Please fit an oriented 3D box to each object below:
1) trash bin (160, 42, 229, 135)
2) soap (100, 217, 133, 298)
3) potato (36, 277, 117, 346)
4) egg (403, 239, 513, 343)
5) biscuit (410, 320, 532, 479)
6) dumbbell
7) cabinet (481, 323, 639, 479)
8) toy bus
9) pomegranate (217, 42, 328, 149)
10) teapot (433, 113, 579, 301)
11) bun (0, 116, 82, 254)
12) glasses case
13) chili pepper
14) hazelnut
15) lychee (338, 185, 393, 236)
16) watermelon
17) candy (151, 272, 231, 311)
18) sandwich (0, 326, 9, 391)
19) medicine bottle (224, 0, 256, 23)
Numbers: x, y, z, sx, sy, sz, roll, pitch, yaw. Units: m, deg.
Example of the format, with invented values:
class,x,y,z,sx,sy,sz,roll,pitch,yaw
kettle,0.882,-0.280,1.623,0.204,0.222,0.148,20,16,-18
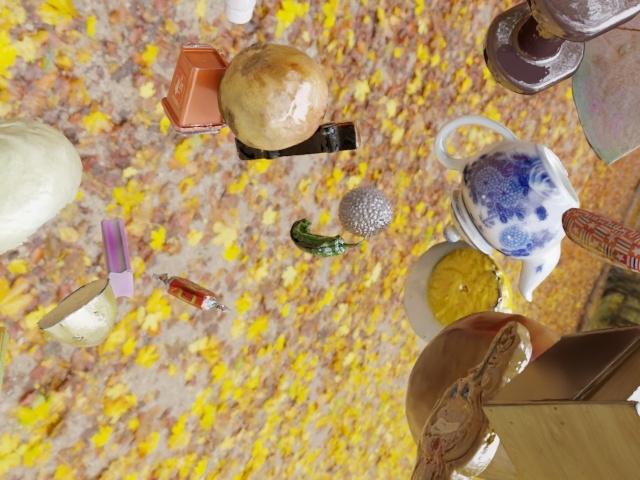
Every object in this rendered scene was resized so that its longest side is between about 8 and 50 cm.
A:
class,x,y,z,sx,sy,sz,roll,pitch,yaw
trash bin,-0.351,-0.444,1.812,0.184,0.161,0.239,-10,143,-35
soap,-0.564,0.048,1.694,0.065,0.203,0.122,-6,141,-21
potato,-0.533,0.181,1.400,0.182,0.202,0.117,-39,110,-18
egg,0.417,0.179,1.774,0.201,0.337,0.337,32,85,-43
biscuit,0.211,0.261,0.891,0.320,0.047,0.183,-58,-170,7
dumbbell,0.295,-0.279,0.763,0.140,0.124,0.225,-26,175,-1
cabinet,0.334,0.197,0.670,0.174,0.148,0.215,-29,179,-29
toy bus,-0.069,-0.307,1.872,0.092,0.408,0.093,-43,128,-59
pomegranate,-0.134,-0.395,1.693,0.322,0.322,0.322,-40,144,-37
teapot,0.380,-0.072,1.295,0.280,0.424,0.252,-31,178,28
bun,-0.734,-0.145,1.370,0.364,0.364,0.202,-50,137,-23
glasses case,0.490,0.002,1.051,0.049,0.194,0.073,-30,119,-11
chili pepper,0.000,0.000,1.662,0.122,0.278,0.065,-39,126,-22
hazelnut,0.349,0.294,1.182,0.366,0.365,0.366,-40,144,-37
lychee,0.133,-0.090,1.861,0.165,0.197,0.165,-10,119,-18
watermelon,0.536,-0.265,0.889,0.222,0.292,0.319,22,51,-40
candy,-0.415,0.169,1.959,0.059,0.292,0.086,-69,163,7
sandwich,-0.861,0.313,1.545,0.212,0.245,0.063,-59,168,-33
medicine bottle,-0.121,-0.377,0.924,0.052,0.052,0.089,-47,171,-28
